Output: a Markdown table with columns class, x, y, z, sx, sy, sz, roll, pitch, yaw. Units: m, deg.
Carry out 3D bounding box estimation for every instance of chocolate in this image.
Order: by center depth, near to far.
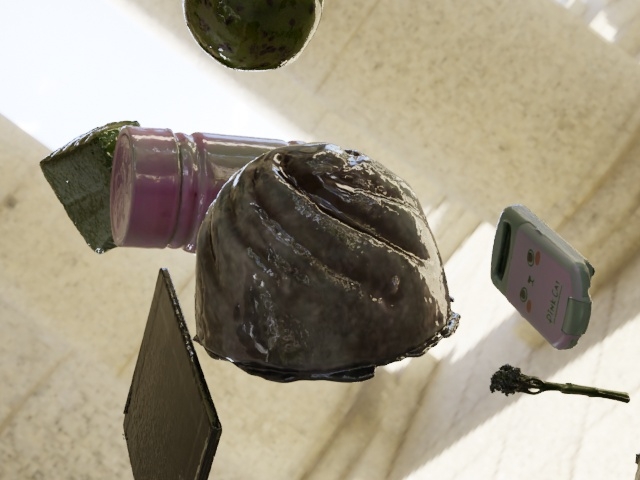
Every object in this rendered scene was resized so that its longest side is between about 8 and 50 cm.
| class | x | y | z | sx | sy | sz | roll | pitch | yaw |
| --- | --- | --- | --- | --- | --- | --- | --- | --- | --- |
| chocolate | 0.000 | 0.000 | 1.176 | 0.303 | 0.303 | 0.212 | -60 | -35 | -68 |

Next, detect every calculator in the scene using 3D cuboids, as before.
| class | x | y | z | sx | sy | sz | roll | pitch | yaw |
| --- | --- | --- | --- | --- | --- | --- | --- | --- | --- |
| calculator | 0.307 | 0.048 | 1.513 | 0.246 | 0.045 | 0.141 | -126 | 36 | -54 |

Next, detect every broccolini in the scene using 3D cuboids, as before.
| class | x | y | z | sx | sy | sz | roll | pitch | yaw |
| --- | --- | --- | --- | --- | --- | --- | --- | --- | --- |
| broccolini | 0.314 | 0.197 | 1.411 | 0.044 | 0.218 | 0.042 | 19 | 95 | 63 |

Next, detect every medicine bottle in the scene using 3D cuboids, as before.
| class | x | y | z | sx | sy | sz | roll | pitch | yaw |
| --- | --- | --- | --- | --- | --- | --- | --- | --- | --- |
| medicine bottle | -0.179 | -0.079 | 1.829 | 0.212 | 0.326 | 0.212 | -177 | 90 | -68 |

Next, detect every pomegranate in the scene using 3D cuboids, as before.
| class | x | y | z | sx | sy | sz | roll | pitch | yaw |
| --- | --- | --- | --- | --- | --- | --- | --- | --- | --- |
| pomegranate | -0.089 | -0.327 | 1.500 | 0.198 | 0.198 | 0.246 | -53 | -10 | 3 |

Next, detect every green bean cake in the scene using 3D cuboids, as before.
| class | x | y | z | sx | sy | sz | roll | pitch | yaw |
| --- | --- | --- | --- | --- | --- | --- | --- | --- | --- |
| green bean cake | -0.392 | -0.106 | 2.036 | 0.248 | 0.222 | 0.125 | -17 | 17 | 46 |

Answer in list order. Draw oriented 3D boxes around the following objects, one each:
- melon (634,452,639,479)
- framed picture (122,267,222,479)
| class | x | y | z | sx | sy | sz | roll | pitch | yaw |
| --- | --- | --- | --- | --- | --- | --- | --- | --- | --- |
| melon | 0.433 | 0.319 | 1.368 | 0.093 | 0.202 | 0.139 | -23 | 33 | -4 |
| framed picture | -0.187 | 0.222 | 1.288 | 0.338 | 0.014 | 0.255 | -121 | 44 | -57 |
